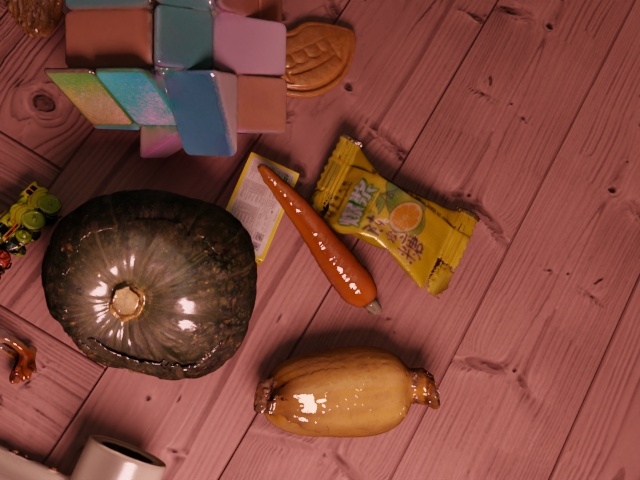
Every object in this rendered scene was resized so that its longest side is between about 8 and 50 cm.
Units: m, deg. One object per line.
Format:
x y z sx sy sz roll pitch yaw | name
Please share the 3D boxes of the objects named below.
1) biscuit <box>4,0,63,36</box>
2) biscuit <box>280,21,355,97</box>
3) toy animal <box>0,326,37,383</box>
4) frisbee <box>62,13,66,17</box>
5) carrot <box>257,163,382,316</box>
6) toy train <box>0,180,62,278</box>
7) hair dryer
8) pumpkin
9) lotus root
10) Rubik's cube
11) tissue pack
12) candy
-0.494 -0.455 1.533 0.033 0.220 0.219 -20 78 -42 | biscuit
-0.024 -0.337 1.686 0.221 0.029 0.142 -24 80 -18 | biscuit
-0.572 0.112 1.415 0.302 0.225 0.284 33 49 -14 | toy animal
-0.417 -0.484 1.645 0.192 0.035 0.192 3 74 -11 | frisbee
0.000 0.000 1.547 0.069 0.069 0.336 -41 98 -19 | carrot
-0.502 0.002 1.425 0.085 0.053 0.249 34 44 -4 | toy train
-0.433 0.358 1.350 0.362 0.128 0.203 22 83 7 | hair dryer
-0.265 0.068 1.398 0.328 0.257 0.291 4 100 0 | pumpkin
0.039 0.249 1.472 0.303 0.131 0.146 -2 97 -12 | lotus root
-0.245 -0.313 1.466 0.387 0.368 0.358 -1 96 -13 | Rubik's cube
-0.115 -0.052 1.565 0.095 0.062 0.176 23 70 -6 | tissue pack
0.127 -0.045 1.602 0.297 0.081 0.187 28 72 -2 | candy
